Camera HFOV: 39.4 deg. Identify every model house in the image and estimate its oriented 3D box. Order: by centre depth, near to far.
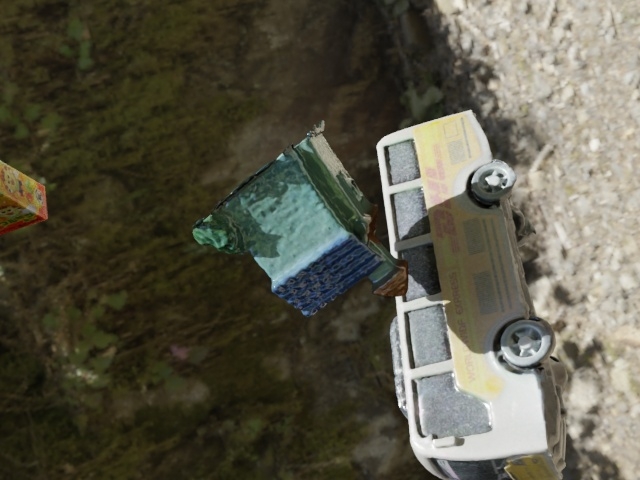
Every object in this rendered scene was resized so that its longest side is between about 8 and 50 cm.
[{"bbox_3d":[0.000,0.000,0.706,0.148,0.119,0.148,49,-168,0],"label":"model house"}]

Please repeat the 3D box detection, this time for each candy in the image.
[{"bbox_3d":[-0.314,-0.044,0.836,0.122,0.062,0.038,46,-151,-68],"label":"candy"}]

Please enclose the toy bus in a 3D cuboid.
[{"bbox_3d":[0.129,0.042,0.791,0.097,0.138,0.342,56,-154,-54],"label":"toy bus"}]
